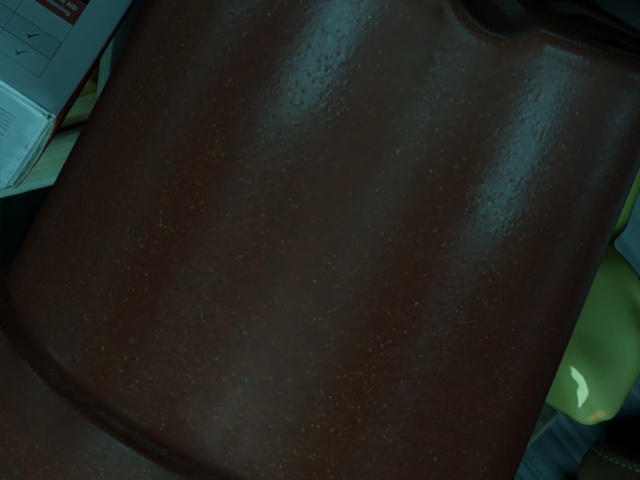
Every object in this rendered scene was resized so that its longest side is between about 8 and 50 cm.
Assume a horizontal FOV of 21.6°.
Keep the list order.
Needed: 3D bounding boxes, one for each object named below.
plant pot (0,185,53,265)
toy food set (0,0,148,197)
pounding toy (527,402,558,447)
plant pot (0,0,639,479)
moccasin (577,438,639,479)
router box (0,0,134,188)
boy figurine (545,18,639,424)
[{"bbox_3d":[-0.025,0.009,1.004,0.293,0.293,0.196,17,170,13],"label":"plant pot"},{"bbox_3d":[-0.199,-0.138,0.927,0.306,0.219,0.092,-10,158,41],"label":"toy food set"},{"bbox_3d":[0.092,0.170,1.205,0.206,0.094,0.181,46,146,9],"label":"pounding toy"},{"bbox_3d":[0.000,0.000,0.704,0.272,0.272,0.265,25,106,2],"label":"plant pot"},{"bbox_3d":[0.314,0.165,1.078,0.139,0.147,0.380,19,171,-27],"label":"moccasin"},{"bbox_3d":[-0.196,-0.236,0.740,0.335,0.301,0.082,33,150,-9],"label":"router box"},{"bbox_3d":[0.097,-0.047,0.842,0.177,0.285,0.092,-30,166,15],"label":"boy figurine"}]
